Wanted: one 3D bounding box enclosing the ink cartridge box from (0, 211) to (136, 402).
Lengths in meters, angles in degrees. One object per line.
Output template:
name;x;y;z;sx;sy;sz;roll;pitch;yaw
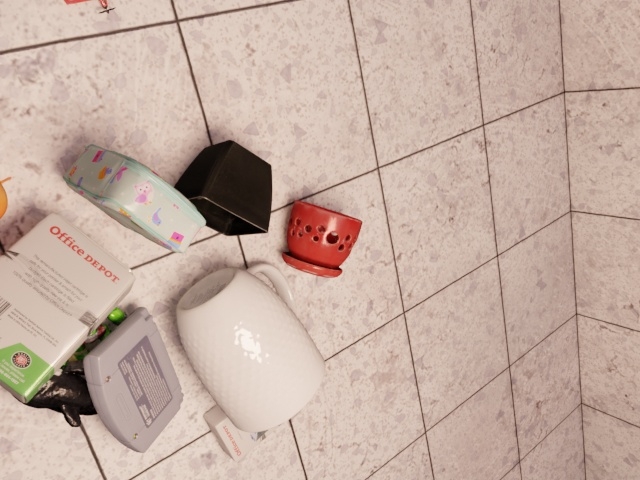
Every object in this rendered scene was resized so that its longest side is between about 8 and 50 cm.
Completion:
ink cartridge box;-0.530;0.123;1.035;0.211;0.121;0.289;40;57;-5

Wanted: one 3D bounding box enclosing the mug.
mug;-0.167;0.214;1.345;0.328;0.276;0.374;59;35;-21

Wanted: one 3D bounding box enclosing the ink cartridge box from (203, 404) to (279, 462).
ink cartridge box;-0.195;0.472;1.466;0.190;0.082;0.140;-36;118;-27

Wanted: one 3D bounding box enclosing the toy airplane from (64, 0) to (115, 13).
toy airplane;-0.465;-0.531;1.094;0.151;0.028;0.151;-8;103;-36

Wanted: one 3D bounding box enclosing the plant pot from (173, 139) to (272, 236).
plant pot;-0.218;-0.125;1.272;0.187;0.188;0.167;29;70;-36

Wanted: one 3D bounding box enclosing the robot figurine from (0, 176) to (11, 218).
robot figurine;-0.662;-0.053;0.974;0.219;0.128;0.158;-39;139;-7

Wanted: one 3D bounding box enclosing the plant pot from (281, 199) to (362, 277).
plant pot;0.000;0.000;1.444;0.191;0.191;0.174;13;95;-37

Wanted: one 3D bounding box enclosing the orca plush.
orca plush;-0.528;0.359;1.157;0.151;0.102;0.287;-23;142;3

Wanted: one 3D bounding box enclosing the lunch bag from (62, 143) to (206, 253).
lunch bag;-0.373;-0.082;1.102;0.108;0.279;0.224;-58;136;-12

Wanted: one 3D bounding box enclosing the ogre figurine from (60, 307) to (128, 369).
ogre figurine;-0.503;0.191;1.175;0.197;0.097;0.118;-17;121;-21

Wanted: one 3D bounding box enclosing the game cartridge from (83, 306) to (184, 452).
game cartridge;-0.414;0.322;1.221;0.196;0.060;0.294;-56;142;-52
